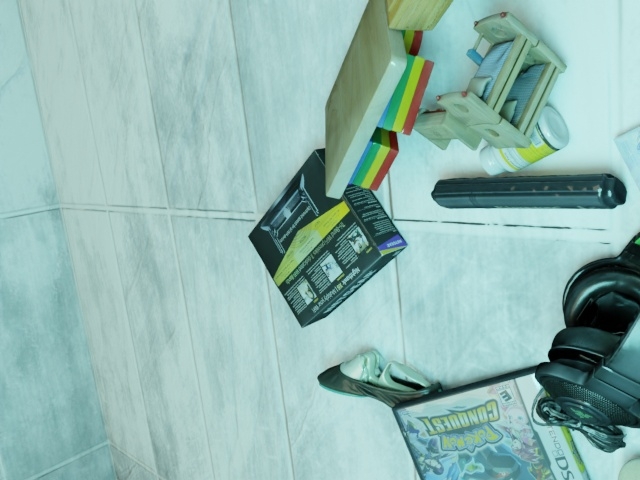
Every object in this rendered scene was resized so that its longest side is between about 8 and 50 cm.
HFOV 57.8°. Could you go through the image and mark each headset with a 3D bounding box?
[{"bbox_3d":[0.387,0.144,0.735,0.185,0.243,0.394,28,139,14],"label":"headset"}]

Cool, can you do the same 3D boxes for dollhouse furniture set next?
[{"bbox_3d":[0.215,-0.217,0.828,0.129,0.129,0.183,-63,27,-5],"label":"dollhouse furniture set"}]

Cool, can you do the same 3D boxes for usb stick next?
[{"bbox_3d":[0.294,-0.069,0.853,0.278,0.077,0.045,3,78,45],"label":"usb stick"}]

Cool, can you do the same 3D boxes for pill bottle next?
[{"bbox_3d":[0.291,-0.139,0.839,0.116,0.065,0.065,-29,82,47],"label":"pill bottle"}]

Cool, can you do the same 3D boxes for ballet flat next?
[{"bbox_3d":[0.119,0.274,1.141,0.280,0.095,0.096,11,101,33],"label":"ballet flat"}]

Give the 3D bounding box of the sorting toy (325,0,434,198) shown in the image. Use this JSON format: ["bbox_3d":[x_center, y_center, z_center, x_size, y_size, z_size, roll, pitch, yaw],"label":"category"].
[{"bbox_3d":[0.091,-0.233,0.924,0.257,0.089,0.255,-89,19,-44],"label":"sorting toy"}]

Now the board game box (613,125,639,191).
[{"bbox_3d":[0.435,-0.111,0.732,0.090,0.020,0.090,-30,81,46],"label":"board game box"}]

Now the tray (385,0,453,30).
[{"bbox_3d":[0.158,-0.435,0.626,0.411,0.076,0.203,134,132,-70],"label":"tray"}]

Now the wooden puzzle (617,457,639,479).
[{"bbox_3d":[0.569,0.484,0.751,0.322,0.080,0.348,3,100,45],"label":"wooden puzzle"}]

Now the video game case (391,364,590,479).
[{"bbox_3d":[0.286,0.364,0.973,0.274,0.035,0.248,-25,84,29],"label":"video game case"}]

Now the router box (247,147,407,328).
[{"bbox_3d":[0.000,0.000,1.173,0.309,0.081,0.243,-46,69,44],"label":"router box"}]
